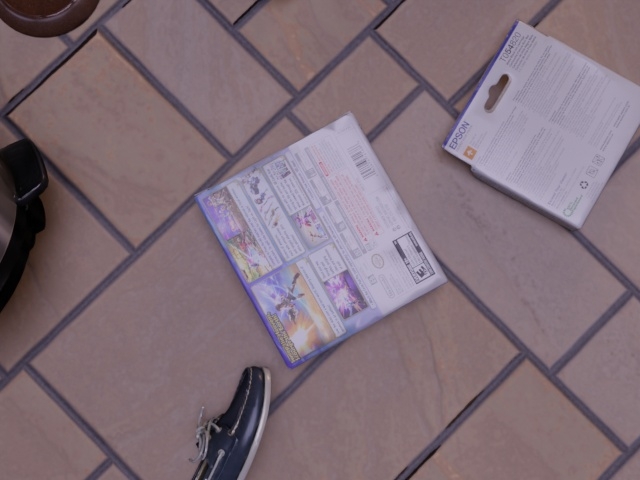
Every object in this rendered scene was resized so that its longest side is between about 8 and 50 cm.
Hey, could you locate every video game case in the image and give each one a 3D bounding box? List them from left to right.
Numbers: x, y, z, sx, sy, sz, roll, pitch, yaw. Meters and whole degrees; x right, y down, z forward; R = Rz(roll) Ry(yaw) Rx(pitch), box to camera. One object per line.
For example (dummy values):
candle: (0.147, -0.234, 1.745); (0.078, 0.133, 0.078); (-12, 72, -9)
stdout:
video game case: (0.000, 0.000, 1.099); (0.244, 0.061, 0.269); (-29, 86, -4)

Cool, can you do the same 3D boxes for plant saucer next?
plant saucer: (-0.396, -0.375, 1.141); (0.169, 0.029, 0.168); (0, 85, -1)

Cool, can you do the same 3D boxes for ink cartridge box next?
ink cartridge box: (0.314, -0.161, 1.123); (0.224, 0.045, 0.223); (31, 85, 3)

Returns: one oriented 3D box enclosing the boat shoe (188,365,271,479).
boat shoe: (-0.134, 0.282, 1.063); (0.079, 0.095, 0.254); (19, 95, -10)

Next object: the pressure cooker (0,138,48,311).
pressure cooker: (-0.559, -0.027, 0.935); (0.370, 0.420, 0.375); (9, 63, 20)
